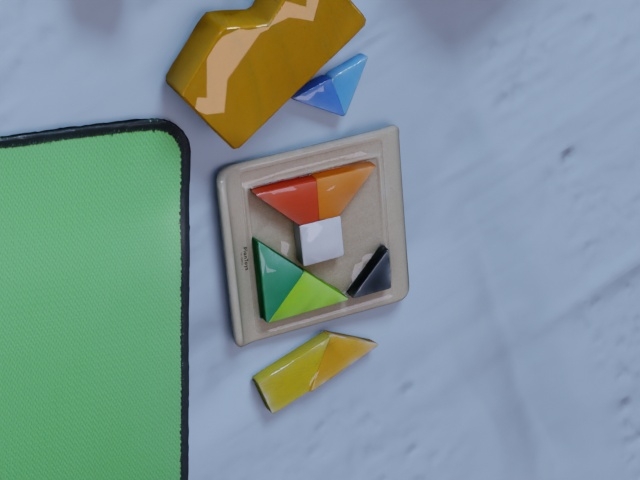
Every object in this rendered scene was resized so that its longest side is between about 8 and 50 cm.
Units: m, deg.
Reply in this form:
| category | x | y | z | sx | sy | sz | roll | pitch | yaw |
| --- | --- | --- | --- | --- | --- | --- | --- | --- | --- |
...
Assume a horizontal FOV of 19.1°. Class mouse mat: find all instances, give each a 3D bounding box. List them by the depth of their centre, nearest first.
| category | x | y | z | sx | sy | sz | roll | pitch | yaw |
| --- | --- | --- | --- | --- | --- | --- | --- | --- | --- |
| mouse mat | -0.112 | 0.057 | 0.623 | 0.153 | 0.007 | 0.189 | -9 | 113 | -27 |

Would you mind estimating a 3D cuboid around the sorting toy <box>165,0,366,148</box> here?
| category | x | y | z | sx | sy | sz | roll | pitch | yaw |
| --- | --- | --- | --- | --- | --- | --- | --- | --- | --- |
| sorting toy | 0.031 | -0.188 | 0.591 | 0.307 | 0.041 | 0.229 | -44 | 122 | 0 |

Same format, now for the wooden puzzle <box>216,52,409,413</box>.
| category | x | y | z | sx | sy | sz | roll | pitch | yaw |
| --- | --- | --- | --- | --- | --- | --- | --- | --- | --- |
| wooden puzzle | 0.000 | 0.000 | 0.660 | 0.078 | 0.014 | 0.116 | -23 | 119 | -21 |
